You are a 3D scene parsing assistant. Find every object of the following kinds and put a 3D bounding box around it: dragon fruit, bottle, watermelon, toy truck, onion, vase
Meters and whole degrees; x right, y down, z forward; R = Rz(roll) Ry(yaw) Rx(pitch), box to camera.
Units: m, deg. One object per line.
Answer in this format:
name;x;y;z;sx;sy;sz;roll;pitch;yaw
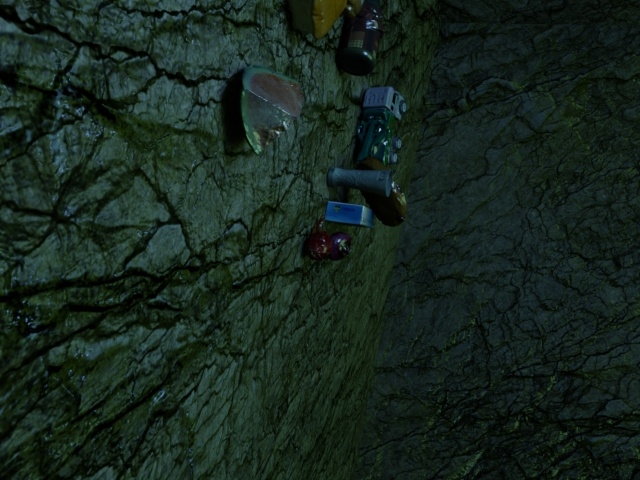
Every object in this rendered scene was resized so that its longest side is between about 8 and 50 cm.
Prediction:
dragon fruit;0.000;0.000;1.705;0.190;0.094;0.094;-77;166;-53
bottle;0.151;-0.705;1.747;0.156;0.143;0.271;55;45;-65
watermelon;-0.135;-0.315;1.135;0.146;0.128;0.231;50;30;-31
toy truck;0.238;-0.452;2.102;0.178;0.177;0.363;32;68;-58
onion;0.071;0.025;1.903;0.115;0.105;0.115;-35;135;-44
vase;0.137;-0.213;1.799;0.096;0.220;0.096;9;90;-73

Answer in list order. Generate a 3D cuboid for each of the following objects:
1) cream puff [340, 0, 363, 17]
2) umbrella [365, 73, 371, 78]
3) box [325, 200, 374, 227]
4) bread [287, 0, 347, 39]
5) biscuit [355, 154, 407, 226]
cream puff;0.076;-0.751;1.533;0.165;0.115;0.150;-36;140;-78
umbrella;0.147;-0.700;1.925;0.044;0.044;0.269;-41;148;-2
box;0.113;-0.094;1.913;0.194;0.139;0.073;9;90;-73
bread;0.000;-0.647;1.338;0.174;0.121;0.245;80;23;-43
biscuit;0.222;-0.181;1.952;0.075;0.296;0.295;-28;140;-13
